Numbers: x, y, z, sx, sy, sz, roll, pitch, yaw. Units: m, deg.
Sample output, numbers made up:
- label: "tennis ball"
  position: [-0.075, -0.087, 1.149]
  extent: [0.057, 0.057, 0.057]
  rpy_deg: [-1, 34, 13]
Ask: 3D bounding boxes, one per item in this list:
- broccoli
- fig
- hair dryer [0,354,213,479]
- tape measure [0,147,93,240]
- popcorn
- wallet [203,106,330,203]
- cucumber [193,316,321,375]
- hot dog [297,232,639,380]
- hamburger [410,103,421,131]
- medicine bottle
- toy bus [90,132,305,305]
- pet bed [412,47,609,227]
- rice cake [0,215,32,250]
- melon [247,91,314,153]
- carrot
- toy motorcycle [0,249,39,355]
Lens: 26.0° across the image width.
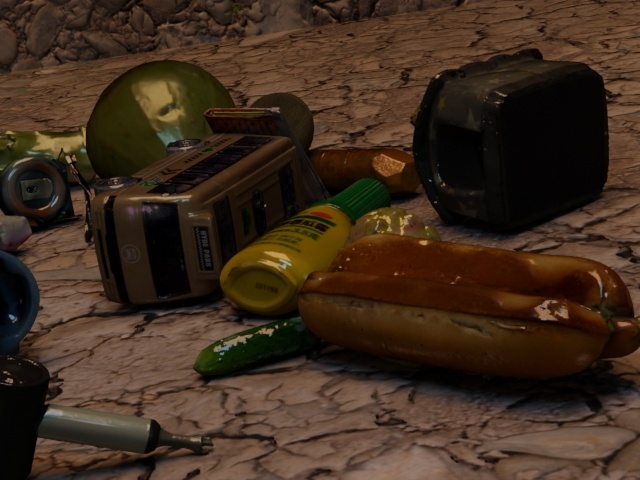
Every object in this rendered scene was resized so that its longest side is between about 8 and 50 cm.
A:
- label: "broccoli"
  position: [-0.499, -0.125, 2.006]
  extent: [0.362, 0.221, 0.252]
  rpy_deg: [-8, -19, 1]
- label: "fig"
  position: [-0.210, -0.130, 1.826]
  extent: [0.207, 0.207, 0.230]
  rpy_deg: [-5, 26, 11]
- label: "hair dryer"
  position: [-0.184, 0.157, 1.111]
  extent: [0.198, 0.100, 0.057]
  rpy_deg: [9, 19, -7]
- label: "tape measure"
  position: [-0.359, -0.059, 1.821]
  extent: [0.107, 0.104, 0.180]
  rpy_deg: [-12, 16, -23]
- label: "popcorn"
  position: [0.065, 0.017, 1.396]
  extent: [0.109, 0.096, 0.089]
  rpy_deg: [-15, 9, 29]
- label: "wallet"
  position: [-0.065, -0.102, 1.734]
  extent: [0.103, 0.196, 0.020]
  rpy_deg: [1, 59, 21]
- label: "cucumber"
  position: [-0.045, 0.094, 1.294]
  extent: [0.155, 0.037, 0.037]
  rpy_deg: [-16, 18, -22]
- label: "hot dog"
  position: [0.128, 0.066, 1.205]
  extent: [0.337, 0.100, 0.135]
  rpy_deg: [7, 30, 42]
- label: "hamburger"
  position: [0.217, -0.160, 1.833]
  extent: [0.262, 0.124, 0.131]
  rpy_deg: [-13, 9, -36]
- label: "medicine bottle"
  position: [0.000, 0.000, 1.516]
  extent: [0.111, 0.076, 0.309]
  rpy_deg: [1, 18, 25]
- label: "toy bus"
  position: [-0.132, -0.029, 1.570]
  extent: [0.157, 0.139, 0.289]
  rpy_deg: [0, 17, 24]
- label: "pet bed"
  position: [0.215, -0.123, 1.627]
  extent: [0.211, 0.183, 0.159]
  rpy_deg: [-21, 23, -37]
- label: "rice cake"
  position: [-0.510, -0.003, 1.807]
  extent: [0.290, 0.051, 0.081]
  rpy_deg: [-1, 9, 26]
- label: "melon"
  position: [-0.057, -0.141, 1.813]
  extent: [0.098, 0.098, 0.130]
  rpy_deg: [0, 35, 26]
- label: "carrot"
  position: [0.000, -0.096, 1.850]
  extent: [0.314, 0.066, 0.066]
  rpy_deg: [7, 22, 43]
- label: "toy motorcycle"
  position: [-0.410, 0.082, 1.273]
  extent: [0.232, 0.172, 0.416]
  rpy_deg: [-10, 7, 15]
